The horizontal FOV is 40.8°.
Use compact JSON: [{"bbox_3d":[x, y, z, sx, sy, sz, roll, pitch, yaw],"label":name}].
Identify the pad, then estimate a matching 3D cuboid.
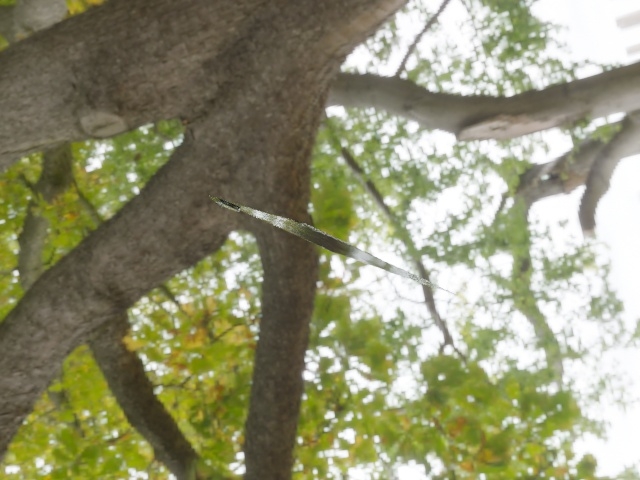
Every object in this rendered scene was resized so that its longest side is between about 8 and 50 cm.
[{"bbox_3d":[0.000,0.000,0.584,0.116,0.193,0.004,24,-93,-25],"label":"pad"}]
